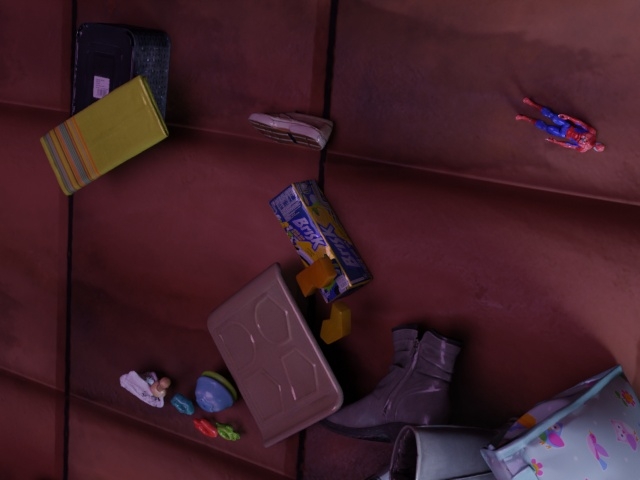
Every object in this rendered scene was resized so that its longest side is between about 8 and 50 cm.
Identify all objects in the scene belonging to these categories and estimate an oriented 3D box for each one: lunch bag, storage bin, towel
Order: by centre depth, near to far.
[{"bbox_3d":[0.302,0.290,1.160,0.160,0.262,0.223,-34,80,33],"label":"lunch bag"},{"bbox_3d":[-0.329,-0.157,1.542,0.237,0.021,0.102,-24,90,33],"label":"towel"},{"bbox_3d":[-0.310,-0.242,1.576,0.122,0.084,0.180,15,106,30],"label":"storage bin"}]

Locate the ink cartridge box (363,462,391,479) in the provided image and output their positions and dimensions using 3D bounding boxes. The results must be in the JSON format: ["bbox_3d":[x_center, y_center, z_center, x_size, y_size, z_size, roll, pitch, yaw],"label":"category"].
[{"bbox_3d":[0.095,0.410,1.300,0.121,0.289,0.211,-39,77,32],"label":"ink cartridge box"}]

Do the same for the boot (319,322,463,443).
[{"bbox_3d":[0.101,0.196,1.392,0.246,0.083,0.161,-6,72,52],"label":"boot"}]

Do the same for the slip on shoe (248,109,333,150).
[{"bbox_3d":[-0.042,-0.164,1.441,0.135,0.051,0.041,17,67,38],"label":"slip on shoe"}]

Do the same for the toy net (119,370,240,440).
[{"bbox_3d":[-0.223,0.250,1.631,0.232,0.045,0.122,8,137,37],"label":"toy net"}]

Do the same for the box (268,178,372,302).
[{"bbox_3d":[0.000,0.000,1.429,0.054,0.059,0.169,-36,78,34],"label":"box"}]

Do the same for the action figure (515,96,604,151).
[{"bbox_3d":[0.293,-0.136,1.234,0.115,0.030,0.038,30,108,23],"label":"action figure"}]

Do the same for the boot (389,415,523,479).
[{"bbox_3d":[0.179,0.309,1.273,0.076,0.208,0.190,9,100,49],"label":"boot"}]

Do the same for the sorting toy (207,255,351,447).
[{"bbox_3d":[-0.040,0.151,1.463,0.307,0.041,0.229,-37,74,46],"label":"sorting toy"}]
